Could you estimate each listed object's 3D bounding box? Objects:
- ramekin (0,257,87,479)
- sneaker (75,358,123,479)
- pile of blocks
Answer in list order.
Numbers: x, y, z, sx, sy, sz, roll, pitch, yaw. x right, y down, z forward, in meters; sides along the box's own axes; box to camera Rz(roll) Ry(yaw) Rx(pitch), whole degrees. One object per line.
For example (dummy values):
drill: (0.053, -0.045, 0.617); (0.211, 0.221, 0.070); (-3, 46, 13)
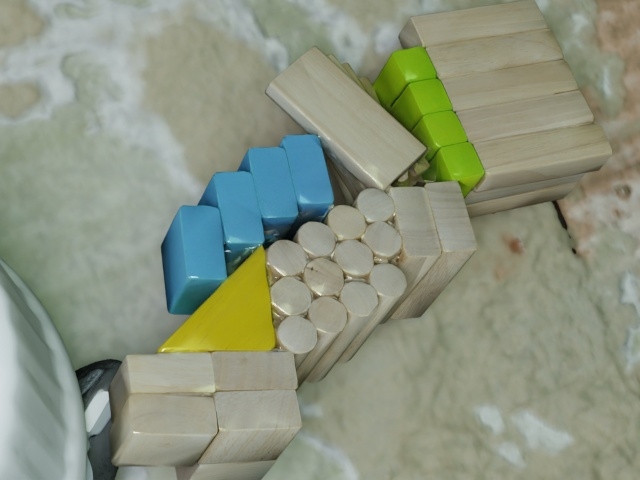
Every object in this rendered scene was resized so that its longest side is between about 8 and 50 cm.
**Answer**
ramekin: (-0.247, 0.083, 0.781); (0.277, 0.135, 0.277); (0, 69, -1)
sneaker: (-0.132, 0.180, 0.888); (0.132, 0.086, 0.228); (42, 71, -19)
pile of blocks: (0.000, 0.000, 0.955); (0.149, 0.112, 0.362); (46, 57, 8)
